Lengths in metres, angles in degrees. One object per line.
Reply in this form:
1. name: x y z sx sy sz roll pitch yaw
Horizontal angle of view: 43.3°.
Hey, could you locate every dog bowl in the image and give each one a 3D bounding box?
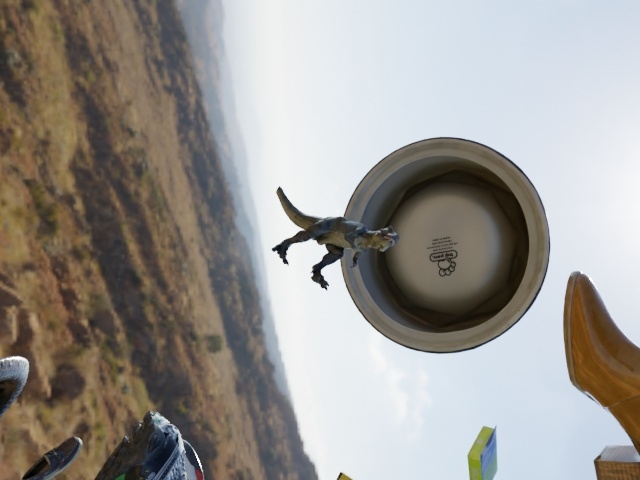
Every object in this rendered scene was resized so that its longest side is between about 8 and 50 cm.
1. dog bowl: 0.249 0.013 1.574 0.150 0.407 0.408 12 73 -67

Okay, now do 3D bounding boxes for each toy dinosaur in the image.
1. toy dinosaur: 0.000 0.000 1.215 0.118 0.268 0.064 -52 138 -20

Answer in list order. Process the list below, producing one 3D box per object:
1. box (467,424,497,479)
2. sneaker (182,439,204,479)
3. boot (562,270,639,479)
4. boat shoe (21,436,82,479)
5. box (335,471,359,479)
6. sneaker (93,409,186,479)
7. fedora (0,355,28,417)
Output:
1. box: 0.413 0.558 2.049 0.109 0.042 0.178 -48 140 -41
2. sneaker: -0.244 0.424 1.141 0.090 0.145 0.270 -12 -104 48
3. boot: 0.399 0.165 0.899 0.104 0.211 0.295 -27 104 -52
4. boat shoe: -0.613 0.507 1.845 0.056 0.152 0.049 26 -25 38
5. box: 0.114 0.579 1.763 0.058 0.087 0.232 -62 -155 -10
6. sneaker: -0.145 0.301 0.812 0.134 0.146 0.344 -56 157 -43
7. fedora: -0.647 0.259 1.333 0.152 0.334 0.334 45 -10 7
